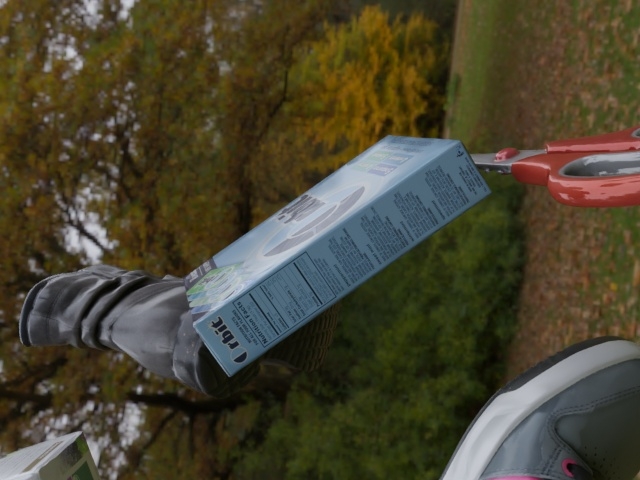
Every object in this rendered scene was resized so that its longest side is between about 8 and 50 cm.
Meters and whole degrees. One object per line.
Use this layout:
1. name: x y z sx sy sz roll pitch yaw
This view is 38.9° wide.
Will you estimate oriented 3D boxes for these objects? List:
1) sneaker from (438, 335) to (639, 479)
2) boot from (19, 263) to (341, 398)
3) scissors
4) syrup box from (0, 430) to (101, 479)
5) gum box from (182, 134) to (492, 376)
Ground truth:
1. sneaker: 0.110 0.178 0.417 0.295 0.178 0.124 -42 -56 -14
2. boot: -0.126 0.065 0.938 0.338 0.222 0.118 4 -84 -66
3. scissors: 0.119 -0.046 0.549 0.109 0.297 0.021 -34 -69 -33
4. syrup box: -0.286 0.235 0.696 0.096 0.236 0.093 -49 -60 -82
5. gum box: 0.000 0.000 0.583 0.041 0.184 0.157 57 175 -13
